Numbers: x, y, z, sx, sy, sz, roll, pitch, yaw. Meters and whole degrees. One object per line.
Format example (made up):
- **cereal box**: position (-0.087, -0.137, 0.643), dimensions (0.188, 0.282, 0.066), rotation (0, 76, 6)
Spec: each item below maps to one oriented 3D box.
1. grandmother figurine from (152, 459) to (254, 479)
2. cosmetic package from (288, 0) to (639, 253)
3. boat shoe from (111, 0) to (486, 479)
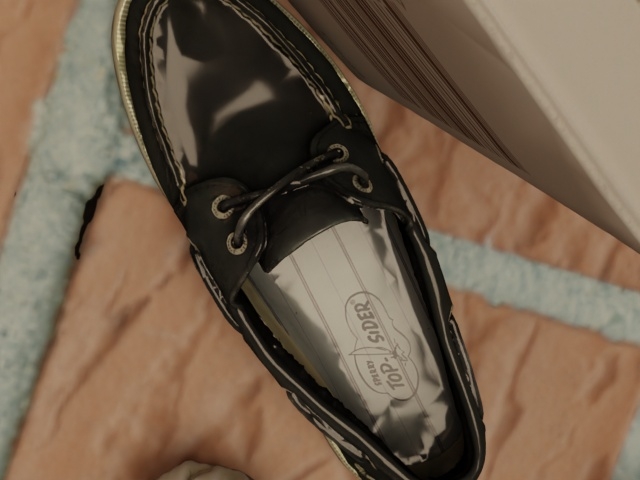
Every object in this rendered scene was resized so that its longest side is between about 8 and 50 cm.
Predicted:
- **grandmother figurine**: position (-0.022, 0.279, 0.848), dimensions (0.207, 0.104, 0.342), rotation (-24, 107, -17)
- **cosmetic package**: position (0.127, -0.271, 0.635), dimensions (0.393, 0.329, 0.327), rotation (-44, 119, -3)
- **boat shoe**: position (-0.003, 0.002, 0.793), dimensions (0.127, 0.113, 0.340), rotation (-24, 104, -7)
